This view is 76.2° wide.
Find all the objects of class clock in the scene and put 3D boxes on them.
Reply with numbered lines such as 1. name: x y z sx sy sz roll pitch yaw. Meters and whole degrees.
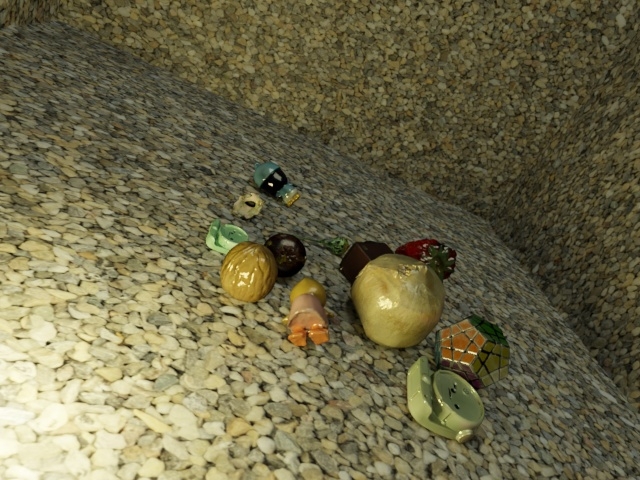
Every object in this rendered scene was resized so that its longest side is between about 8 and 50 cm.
1. clock: -0.372 -0.004 1.734 0.211 0.066 0.159 21 30 -19
2. clock: 0.480 0.597 1.513 0.324 0.108 0.265 28 27 -5

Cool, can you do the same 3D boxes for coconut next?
1. coconut: 0.333 0.225 1.716 0.405 0.404 0.404 23 28 -13

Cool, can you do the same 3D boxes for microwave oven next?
1. microwave oven: 0.244 0.118 2.002 0.248 0.178 0.188 1 40 -44

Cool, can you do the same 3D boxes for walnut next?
1. walnut: -0.257 0.110 1.488 0.228 0.227 0.228 23 28 -13

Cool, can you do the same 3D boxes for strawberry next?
1. strawberry: 0.555 0.128 2.229 0.292 0.291 0.310 27 -16 -7

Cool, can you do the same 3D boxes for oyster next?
1. oyster: -0.362 -0.169 2.027 0.133 0.072 0.209 32 47 -10

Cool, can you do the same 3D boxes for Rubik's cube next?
1. Rubik's cube: 0.617 0.462 1.685 0.265 0.318 0.319 2 27 8

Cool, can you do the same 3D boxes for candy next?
1. candy: 0.000 0.000 2.088 0.306 0.083 0.091 14 68 -14

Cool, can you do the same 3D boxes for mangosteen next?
1. mangosteen: -0.164 0.060 1.737 0.192 0.192 0.217 19 -2 -20

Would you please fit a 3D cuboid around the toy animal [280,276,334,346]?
1. toy animal: -0.049 0.250 1.527 0.196 0.168 0.281 -6 27 5

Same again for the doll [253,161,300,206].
1. doll: -0.257 -0.327 2.307 0.314 0.141 0.177 45 59 2
